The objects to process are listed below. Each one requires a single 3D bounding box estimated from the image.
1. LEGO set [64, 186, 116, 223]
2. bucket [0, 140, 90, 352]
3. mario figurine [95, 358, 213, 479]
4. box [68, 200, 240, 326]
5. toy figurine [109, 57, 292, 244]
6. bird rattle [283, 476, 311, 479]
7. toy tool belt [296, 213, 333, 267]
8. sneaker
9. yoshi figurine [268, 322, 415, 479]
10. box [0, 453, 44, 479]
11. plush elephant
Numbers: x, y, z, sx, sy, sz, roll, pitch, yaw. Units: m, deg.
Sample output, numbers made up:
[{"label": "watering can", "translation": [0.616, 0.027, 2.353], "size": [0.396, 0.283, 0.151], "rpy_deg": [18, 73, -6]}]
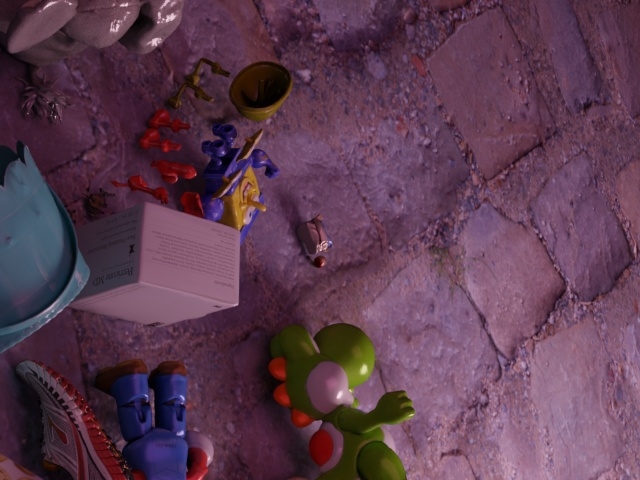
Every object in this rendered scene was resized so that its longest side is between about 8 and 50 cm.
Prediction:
[{"label": "LEGO set", "translation": [-0.338, -0.051, 1.874], "size": [0.083, 0.023, 0.054], "rpy_deg": [-6, 80, -34]}, {"label": "bucket", "translation": [-0.430, 0.024, 1.576], "size": [0.281, 0.281, 0.183], "rpy_deg": [-49, 117, -43]}, {"label": "mario figurine", "translation": [-0.250, 0.337, 1.799], "size": [0.170, 0.198, 0.320], "rpy_deg": [86, -4, -69]}, {"label": "box", "translation": [-0.239, 0.039, 1.828], "size": [0.182, 0.181, 0.119], "rpy_deg": [18, 65, -43]}, {"label": "toy figurine", "translation": [-0.160, -0.101, 2.029], "size": [0.362, 0.191, 0.217], "rpy_deg": [-66, 155, -44]}, {"label": "bird rattle", "translation": [0.000, 0.463, 1.998], "size": [0.254, 0.143, 0.206], "rpy_deg": [7, 56, -48]}, {"label": "toy tool belt", "translation": [0.000, 0.000, 2.189], "size": [0.051, 0.052, 0.083], "rpy_deg": [-29, 100, -39]}, {"label": "sneaker", "translation": [-0.342, 0.253, 1.699], "size": [0.093, 0.088, 0.225], "rpy_deg": [-35, 74, -6]}, {"label": "yoshi figurine", "translation": [0.066, 0.278, 2.069], "size": [0.362, 0.204, 0.203], "rpy_deg": [59, 18, 5]}, {"label": "box", "translation": [-0.470, 0.267, 1.600], "size": [0.324, 0.063, 0.067], "rpy_deg": [42, 51, -30]}, {"label": "plush elephant", "translation": [-0.351, -0.347, 1.773], "size": [0.272, 0.255, 0.330], "rpy_deg": [-13, 87, -48]}]
